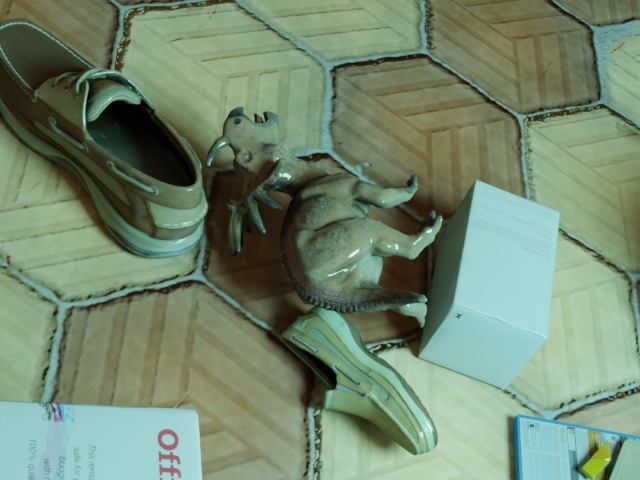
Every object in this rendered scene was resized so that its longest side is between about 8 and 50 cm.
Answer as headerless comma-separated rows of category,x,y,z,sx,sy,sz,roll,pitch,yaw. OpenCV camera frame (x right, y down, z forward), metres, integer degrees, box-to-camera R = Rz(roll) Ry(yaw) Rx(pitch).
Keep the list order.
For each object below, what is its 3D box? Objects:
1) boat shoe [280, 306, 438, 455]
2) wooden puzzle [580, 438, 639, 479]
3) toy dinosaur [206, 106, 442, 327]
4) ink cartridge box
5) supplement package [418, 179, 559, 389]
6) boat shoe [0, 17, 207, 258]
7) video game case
boat shoe,0.033,0.146,1.220,0.072,0.068,0.190,-31,58,-24
wooden puzzle,0.324,0.243,1.256,0.116,0.014,0.078,35,55,11
toy dinosaur,0.000,0.000,1.248,0.200,0.127,0.296,0,38,-20
ink cartridge box,-0.235,0.250,0.933,0.270,0.197,0.198,6,51,-18
supplement package,0.180,0.046,1.324,0.105,0.105,0.179,22,48,-6
boat shoe,-0.225,-0.128,1.290,0.324,0.116,0.123,44,50,14
video game case,0.276,0.243,1.260,0.166,0.015,0.119,11,50,-8
